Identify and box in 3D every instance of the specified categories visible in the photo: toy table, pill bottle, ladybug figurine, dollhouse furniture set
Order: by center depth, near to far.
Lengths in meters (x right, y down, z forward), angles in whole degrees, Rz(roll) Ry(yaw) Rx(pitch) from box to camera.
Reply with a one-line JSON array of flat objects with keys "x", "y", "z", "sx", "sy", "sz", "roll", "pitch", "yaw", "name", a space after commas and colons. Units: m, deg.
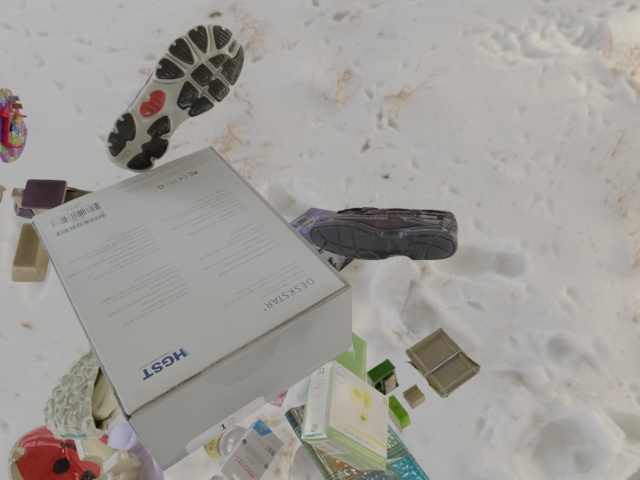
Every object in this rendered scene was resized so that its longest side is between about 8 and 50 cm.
[{"x": -0.324, "y": 0.001, "z": 0.578, "sx": 0.091, "sy": 0.081, "sz": 0.114, "roll": 1, "pitch": 62, "yaw": -7, "name": "dollhouse furniture set"}, {"x": -0.536, "y": 0.615, "z": 1.373, "sx": 0.252, "sy": 0.161, "sz": 0.274, "roll": -51, "pitch": 60, "yaw": 11, "name": "toy table"}, {"x": -0.746, "y": 0.706, "z": 1.629, "sx": 0.162, "sy": 0.449, "sz": 0.305, "roll": -31, "pitch": 50, "yaw": 8, "name": "ladybug figurine"}, {"x": 0.322, "y": 0.441, "z": 1.647, "sx": 0.301, "sy": 0.151, "sz": 0.197, "roll": -30, "pitch": 51, "yaw": -12, "name": "dollhouse furniture set"}, {"x": -0.316, "y": 0.672, "z": 1.749, "sx": 0.117, "sy": 0.215, "sz": 0.117, "roll": 10, "pitch": 72, "yaw": -31, "name": "pill bottle"}]

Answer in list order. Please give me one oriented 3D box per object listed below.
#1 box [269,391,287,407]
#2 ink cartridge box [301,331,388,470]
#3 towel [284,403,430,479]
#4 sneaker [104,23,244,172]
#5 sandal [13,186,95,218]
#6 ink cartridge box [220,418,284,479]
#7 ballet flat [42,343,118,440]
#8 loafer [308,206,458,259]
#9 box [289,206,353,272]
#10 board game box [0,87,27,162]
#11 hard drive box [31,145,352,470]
[{"x": -0.139, "y": 0.385, "z": 1.770, "sx": 0.142, "sy": 0.154, "sz": 0.300, "roll": 21, "pitch": 58, "yaw": 2, "name": "box"}, {"x": 0.049, "y": 0.236, "z": 0.868, "sx": 0.056, "sy": 0.171, "sz": 0.235, "roll": -19, "pitch": 45, "yaw": 32, "name": "ink cartridge box"}, {"x": 0.108, "y": 0.546, "z": 1.339, "sx": 0.271, "sy": 0.040, "sz": 0.370, "roll": -6, "pitch": 42, "yaw": -40, "name": "towel"}, {"x": -0.149, "y": -0.144, "z": 0.511, "sx": 0.170, "sy": 0.068, "sz": 0.071, "roll": -43, "pitch": 34, "yaw": 2, "name": "sneaker"}, {"x": -0.534, "y": -0.079, "z": 1.092, "sx": 0.180, "sy": 0.049, "sz": 0.072, "roll": 0, "pitch": 92, "yaw": -32, "name": "sandal"}, {"x": -0.196, "y": 0.599, "z": 1.447, "sx": 0.104, "sy": 0.060, "sz": 0.180, "roll": 46, "pitch": 47, "yaw": -1, "name": "ink cartridge box"}, {"x": -0.367, "y": 0.199, "z": 1.029, "sx": 0.147, "sy": 0.147, "sz": 0.409, "roll": 18, "pitch": 59, "yaw": 7, "name": "ballet flat"}, {"x": 0.130, "y": -0.022, "z": 1.082, "sx": 0.302, "sy": 0.109, "sz": 0.095, "roll": 4, "pitch": 48, "yaw": 16, "name": "loafer"}, {"x": 0.000, "y": 0.000, "z": 1.547, "sx": 0.184, "sy": 0.261, "sz": 0.103, "roll": -40, "pitch": 119, "yaw": -24, "name": "box"}, {"x": -0.703, "y": -0.259, "z": 1.204, "sx": 0.033, "sy": 0.169, "sz": 0.133, "roll": 4, "pitch": 47, "yaw": -1, "name": "board game box"}, {"x": -0.113, "y": 0.036, "z": 0.453, "sx": 0.181, "sy": 0.089, "sz": 0.232, "roll": -28, "pitch": 50, "yaw": -22, "name": "hard drive box"}]
